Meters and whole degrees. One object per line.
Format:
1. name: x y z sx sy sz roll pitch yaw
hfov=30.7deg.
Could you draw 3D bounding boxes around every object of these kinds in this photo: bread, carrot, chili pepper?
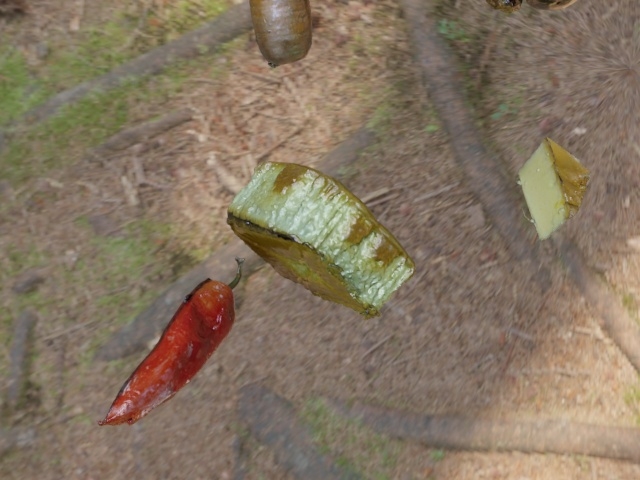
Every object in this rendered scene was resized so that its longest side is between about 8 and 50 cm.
1. bread: 0.291 -0.061 1.519 0.080 0.109 0.084 35 133 -3
2. carrot: -0.045 -0.257 1.096 0.060 0.060 0.186 -8 101 16
3. chili pepper: -0.120 0.092 1.055 0.050 0.268 0.059 20 123 11
4. bread: 0.000 0.000 0.935 0.069 0.140 0.128 -53 125 -14

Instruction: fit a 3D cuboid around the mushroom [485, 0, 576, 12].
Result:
1. mushroom: 0.235 -0.355 1.275 0.138 0.231 0.194 -8 87 22
